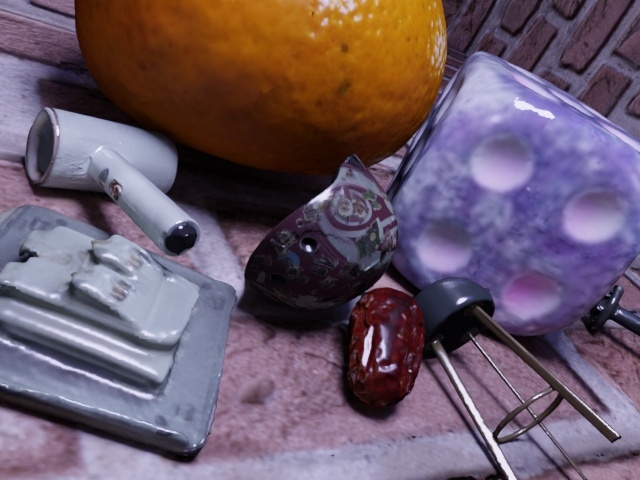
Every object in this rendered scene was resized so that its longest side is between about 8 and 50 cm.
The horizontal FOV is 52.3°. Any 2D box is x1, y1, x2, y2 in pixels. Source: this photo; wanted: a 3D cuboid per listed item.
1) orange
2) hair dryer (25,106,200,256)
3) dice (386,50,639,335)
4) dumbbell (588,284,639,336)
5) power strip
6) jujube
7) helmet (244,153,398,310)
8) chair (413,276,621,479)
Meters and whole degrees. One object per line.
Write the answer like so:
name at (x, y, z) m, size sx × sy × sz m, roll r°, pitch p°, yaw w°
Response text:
orange at (-0.059, -0.254, 0.758) m, size 0.424 × 0.326 × 0.424 m, roll 16°, pitch 9°, yaw -3°
hair dryer at (-0.160, -0.050, 0.578) m, size 0.131 × 0.073 × 0.236 m, roll 6°, pitch 19°, yaw -42°
dice at (0.241, -0.062, 0.842) m, size 0.271 × 0.270 × 0.270 m, roll 30°, pitch 25°, yaw -2°
dumbbell at (0.468, 0.128, 0.943) m, size 0.254 × 0.110 × 0.110 m, roll 32°, pitch 26°, yaw 18°
power strip at (-0.160, 0.040, 0.483) m, size 0.213 × 0.064 × 0.198 m, roll 24°, pitch 29°, yaw -15°
jujube at (0.057, 0.097, 0.602) m, size 0.077 × 0.077 × 0.129 m, roll 29°, pitch 35°, yaw -4°
helmet at (0.013, 0.009, 0.632) m, size 0.107 × 0.153 × 0.177 m, roll 44°, pitch 26°, yaw -1°
chair at (0.178, 0.139, 0.639) m, size 0.221 × 0.104 × 0.095 m, roll 54°, pitch 9°, yaw 32°
